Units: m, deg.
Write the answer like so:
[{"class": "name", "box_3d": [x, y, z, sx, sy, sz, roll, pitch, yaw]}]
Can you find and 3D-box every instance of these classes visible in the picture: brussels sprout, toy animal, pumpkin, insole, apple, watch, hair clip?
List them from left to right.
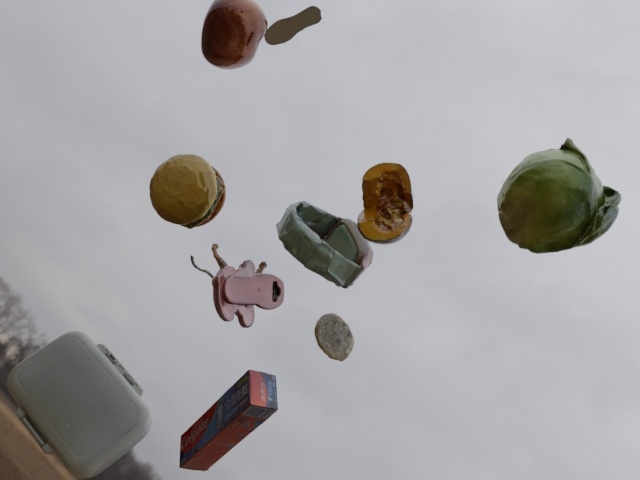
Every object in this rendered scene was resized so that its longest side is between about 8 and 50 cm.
[{"class": "toy animal", "box_3d": [-0.238, 0.101, 1.658, 0.114, 0.255, 0.116, -44, -137, 28]}, {"class": "apple", "box_3d": [-0.228, -0.554, 1.716, 0.162, 0.201, 0.201, 13, -27, -7]}, {"class": "hair clip", "box_3d": [-0.145, 0.092, 1.121, 0.102, 0.138, 0.123, -15, -102, 49]}, {"class": "insole", "box_3d": [-0.081, -0.616, 1.843, 0.197, 0.004, 0.065, -20, -57, 29]}, {"class": "watch", "box_3d": [0.000, 0.000, 1.835, 0.241, 0.162, 0.253, 19, 31, -38]}, {"class": "pumpkin", "box_3d": [0.146, -0.067, 1.415, 0.119, 0.183, 0.107, 6, -20, 13]}, {"class": "brussels sprout", "box_3d": [0.586, -0.099, 1.602, 0.227, 0.294, 0.259, -87, 153, -64]}]

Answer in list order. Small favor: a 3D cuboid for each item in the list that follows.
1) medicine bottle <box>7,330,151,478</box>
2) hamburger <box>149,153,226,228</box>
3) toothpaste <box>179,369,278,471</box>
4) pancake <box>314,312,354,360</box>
[{"class": "medicine bottle", "box_3d": [-0.645, 0.434, 1.728, 0.375, 0.282, 0.123, 42, -32, 20]}, {"class": "hamburger", "box_3d": [-0.279, -0.103, 1.363, 0.162, 0.162, 0.115, 39, 4, 18]}, {"class": "toothpaste", "box_3d": [-0.193, 0.373, 1.306, 0.066, 0.076, 0.320, 20, -48, -29]}, {"class": "pancake", "box_3d": [0.039, 0.265, 1.784, 0.139, 0.139, 0.022, 51, -49, -5]}]
